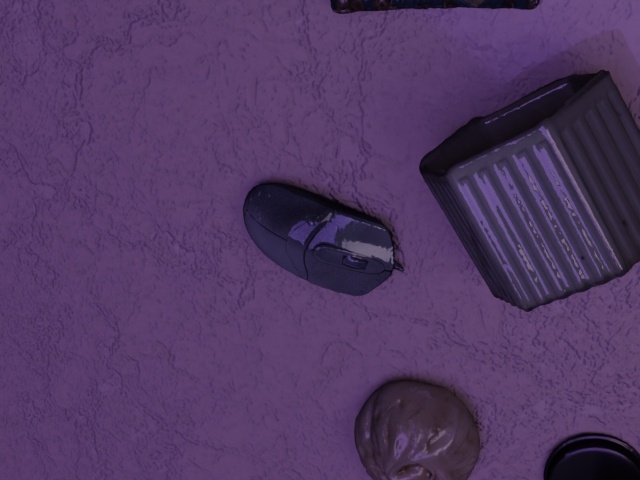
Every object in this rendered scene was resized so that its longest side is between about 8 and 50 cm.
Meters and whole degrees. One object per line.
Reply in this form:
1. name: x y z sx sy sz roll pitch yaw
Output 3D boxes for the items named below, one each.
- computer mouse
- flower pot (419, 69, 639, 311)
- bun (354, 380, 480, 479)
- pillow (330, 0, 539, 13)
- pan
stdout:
1. computer mouse: -0.003 0.002 1.349 0.229 0.068 0.113 24 119 10
2. flower pot: 0.248 -0.056 1.155 0.209 0.239 0.189 -32 101 -4
3. bun: 0.120 0.279 1.400 0.183 0.102 0.183 7 111 19
4. pillow: 0.122 -0.351 1.178 0.256 0.034 0.188 3 112 19
5. pan: 0.341 0.356 1.392 0.136 0.028 0.235 28 118 5
